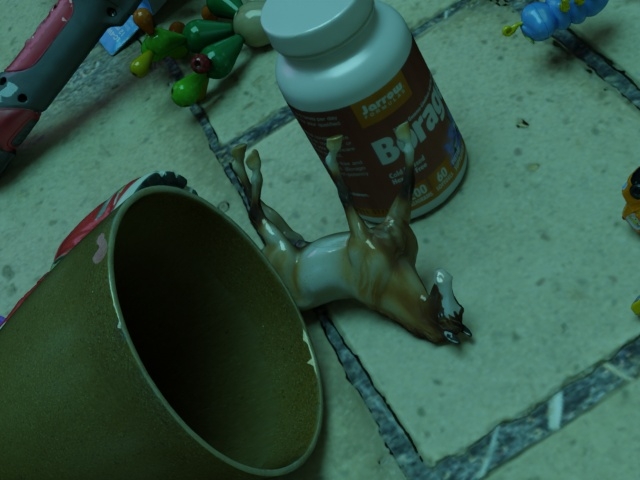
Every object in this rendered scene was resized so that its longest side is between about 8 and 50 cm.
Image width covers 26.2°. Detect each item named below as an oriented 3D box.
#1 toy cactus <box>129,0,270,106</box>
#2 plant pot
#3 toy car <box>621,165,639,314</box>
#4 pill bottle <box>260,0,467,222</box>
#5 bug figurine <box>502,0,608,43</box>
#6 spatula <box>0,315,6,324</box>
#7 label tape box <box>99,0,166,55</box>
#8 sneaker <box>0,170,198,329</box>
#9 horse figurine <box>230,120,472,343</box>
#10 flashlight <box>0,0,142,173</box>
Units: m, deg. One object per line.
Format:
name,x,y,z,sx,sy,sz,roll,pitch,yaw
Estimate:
toy cactus,-0.110,-0.235,1.478,0.181,0.112,0.219,-9,36,11
plant pot,-0.168,0.122,1.073,0.254,0.237,0.237,-31,37,26
toy car,0.240,0.000,1.046,0.040,0.060,0.122,-37,19,47
pill bottle,0.036,-0.125,1.171,0.121,0.216,0.121,-18,42,17
bug figurine,0.241,-0.279,1.311,0.216,0.072,0.279,-23,36,1
spatula,-0.387,0.091,1.362,0.296,0.030,0.084,14,60,40
label tape box,-0.218,-0.429,1.604,0.347,0.115,0.249,-46,58,7
sneaker,-0.217,0.051,1.269,0.279,0.107,0.118,-50,25,-25
horse figurine,0.000,0.000,1.140,0.263,0.174,0.066,-5,15,34
flashlight,-0.309,-0.207,1.493,0.304,0.103,0.103,-53,41,8
